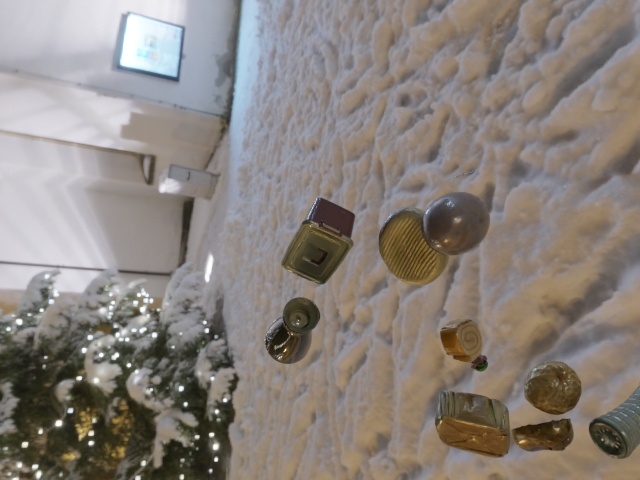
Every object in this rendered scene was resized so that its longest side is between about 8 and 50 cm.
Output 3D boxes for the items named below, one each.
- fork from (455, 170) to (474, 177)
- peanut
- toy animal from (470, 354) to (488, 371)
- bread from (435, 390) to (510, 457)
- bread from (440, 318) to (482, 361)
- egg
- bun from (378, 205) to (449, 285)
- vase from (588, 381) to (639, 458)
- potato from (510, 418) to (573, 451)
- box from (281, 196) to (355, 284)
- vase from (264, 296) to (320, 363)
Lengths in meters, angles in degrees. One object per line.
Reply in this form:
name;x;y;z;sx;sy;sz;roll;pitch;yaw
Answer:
fork;0.525;-0.241;1.638;0.016;0.012;0.115;-44;9;-21
peanut;0.672;0.424;1.316;0.159;0.140;0.109;-70;-15;10
toy animal;0.610;0.458;1.903;0.100;0.208;0.103;-56;15;-19
bread;0.454;0.544;1.357;0.110;0.209;0.192;-60;-34;-45
bread;0.427;0.297;1.356;0.073;0.149;0.122;-18;83;44
egg;0.323;-0.043;1.082;0.146;0.198;0.146;27;132;34
bun;0.266;0.011;1.263;0.222;0.127;0.222;10;107;34
vase;0.894;0.492;1.280;0.143;0.298;0.143;41;140;48
potato;0.669;0.591;1.361;0.200;0.164;0.081;115;151;-58
box;0.000;0.000;1.623;0.294;0.193;0.167;-58;8;46
vase;-0.095;0.307;1.572;0.321;0.173;0.173;112;157;-60
